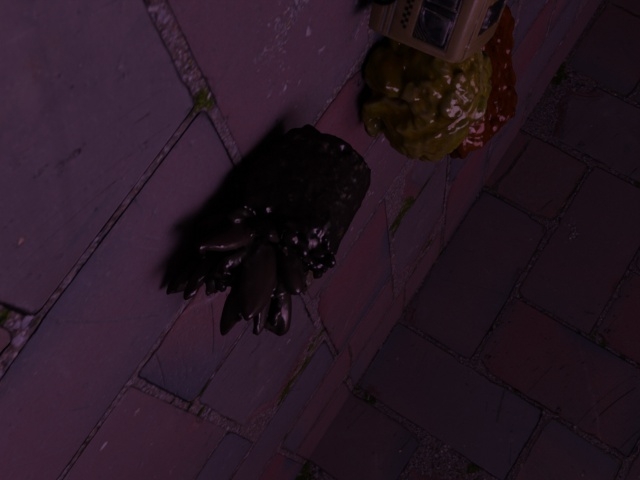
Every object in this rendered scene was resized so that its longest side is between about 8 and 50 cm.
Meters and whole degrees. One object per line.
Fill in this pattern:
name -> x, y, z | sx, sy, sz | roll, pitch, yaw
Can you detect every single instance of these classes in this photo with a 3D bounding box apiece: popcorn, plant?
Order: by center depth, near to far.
plant -> -0.065, -0.010, 1.138 | 0.321, 0.181, 0.194 | -58, 165, -23
popcorn -> 0.172, -0.258, 1.404 | 0.237, 0.251, 0.206 | 54, 37, -37

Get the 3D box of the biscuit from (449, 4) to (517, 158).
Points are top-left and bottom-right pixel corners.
biscuit -> 0.345, -0.360, 1.736 | 0.312, 0.110, 0.318 | -39, 128, -54

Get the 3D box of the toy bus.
toy bus -> 0.201, -0.445, 1.102 | 0.177, 0.201, 0.365 | -43, 157, -42

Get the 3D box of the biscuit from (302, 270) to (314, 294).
biscuit -> 0.001, 0.000, 1.619 | 0.133, 0.032, 0.250 | -51, 161, -32
